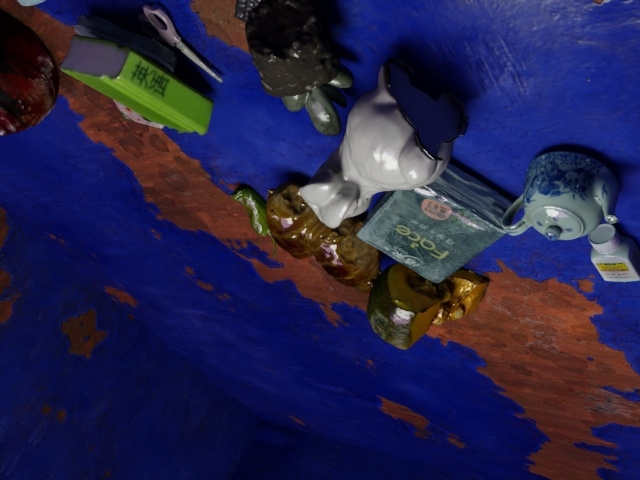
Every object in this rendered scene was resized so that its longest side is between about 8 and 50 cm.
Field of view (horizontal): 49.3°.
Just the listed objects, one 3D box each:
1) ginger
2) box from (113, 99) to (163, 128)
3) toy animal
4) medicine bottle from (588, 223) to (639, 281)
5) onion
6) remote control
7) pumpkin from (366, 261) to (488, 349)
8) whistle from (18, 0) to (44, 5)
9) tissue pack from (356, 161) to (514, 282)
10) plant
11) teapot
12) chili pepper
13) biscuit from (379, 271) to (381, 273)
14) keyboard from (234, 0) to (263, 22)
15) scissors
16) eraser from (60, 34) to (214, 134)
[{"bbox_3d":[0.009,0.006,1.719,0.357,0.152,0.274,31,154,0],"label":"ginger"},{"bbox_3d":[-0.437,-0.328,1.695,0.125,0.043,0.089,17,151,25],"label":"box"},{"bbox_3d":[0.089,-0.134,1.255,0.194,0.258,0.357,36,133,-10],"label":"toy animal"},{"bbox_3d":[0.555,0.024,1.319,0.074,0.055,0.118,-1,140,48],"label":"medicine bottle"},{"bbox_3d":[-0.758,-0.396,1.667,0.146,0.280,0.314,-10,136,32],"label":"onion"},{"bbox_3d":[-0.412,-0.415,1.477,0.247,0.052,0.104,25,176,16],"label":"remote control"},{"bbox_3d":[0.252,0.157,1.625,0.280,0.190,0.139,12,132,-3],"label":"pumpkin"},{"bbox_3d":[-0.493,-0.515,1.288,0.268,0.180,0.093,-10,147,6],"label":"whistle"},{"bbox_3d":[0.235,-0.042,1.465,0.227,0.103,0.316,31,153,-3],"label":"tissue pack"},{"bbox_3d":[-0.026,-0.304,1.222,0.149,0.147,0.274,-9,154,16],"label":"plant"},{"bbox_3d":[0.416,-0.060,1.207,0.159,0.159,0.232,42,151,-25],"label":"teapot"},{"bbox_3d":[-0.165,-0.062,1.867,0.072,0.073,0.204,21,147,58],"label":"chili pepper"},{"bbox_3d":[0.130,0.092,1.895,0.084,0.023,0.084,23,153,13],"label":"biscuit"},{"bbox_3d":[-0.088,-0.456,1.150,0.100,0.018,0.310,29,154,0],"label":"keyboard"},{"bbox_3d":[-0.283,-0.400,1.437,0.212,0.021,0.110,38,160,-18],"label":"scissors"},{"bbox_3d":[-0.374,-0.322,1.465,0.210,0.092,0.274,20,176,35],"label":"eraser"}]
